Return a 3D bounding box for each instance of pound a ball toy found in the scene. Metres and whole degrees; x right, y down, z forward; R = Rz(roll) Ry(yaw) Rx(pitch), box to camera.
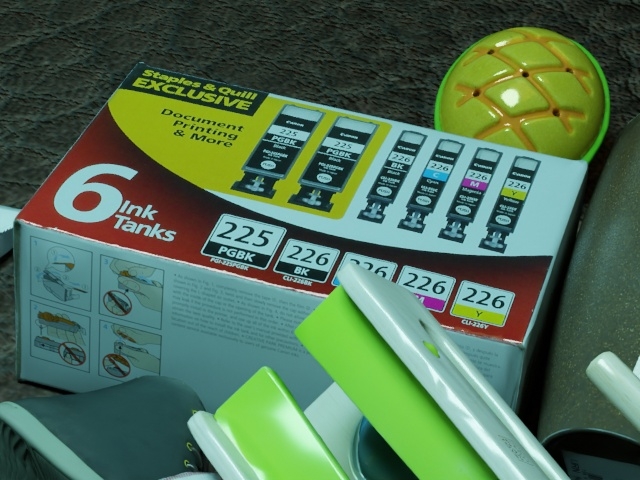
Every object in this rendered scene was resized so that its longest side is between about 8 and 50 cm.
[{"bbox_3d":[0.113,0.144,0.931,0.319,0.208,0.136,50,10,30],"label":"pound a ball toy"}]

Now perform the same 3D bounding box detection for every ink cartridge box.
[{"bbox_3d":[0.000,0.000,1.201,0.309,0.130,0.272,13,36,10],"label":"ink cartridge box"}]

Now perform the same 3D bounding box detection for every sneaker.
[{"bbox_3d":[-0.081,0.144,1.027,0.118,0.083,0.222,-18,45,-38],"label":"sneaker"}]

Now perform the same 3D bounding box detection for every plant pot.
[{"bbox_3d":[0.221,0.067,1.107,0.215,0.215,0.230,22,52,20],"label":"plant pot"}]

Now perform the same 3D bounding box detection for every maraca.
[{"bbox_3d":[0.142,-0.078,1.371,0.127,0.099,0.185,13,62,14],"label":"maraca"}]

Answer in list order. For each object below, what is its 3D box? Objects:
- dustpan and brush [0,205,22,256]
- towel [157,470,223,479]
[{"bbox_3d":[-0.282,0.001,1.214,0.147,0.060,0.211,12,35,8],"label":"dustpan and brush"},{"bbox_3d":[-0.027,0.193,0.904,0.197,0.029,0.144,48,16,18],"label":"towel"}]
